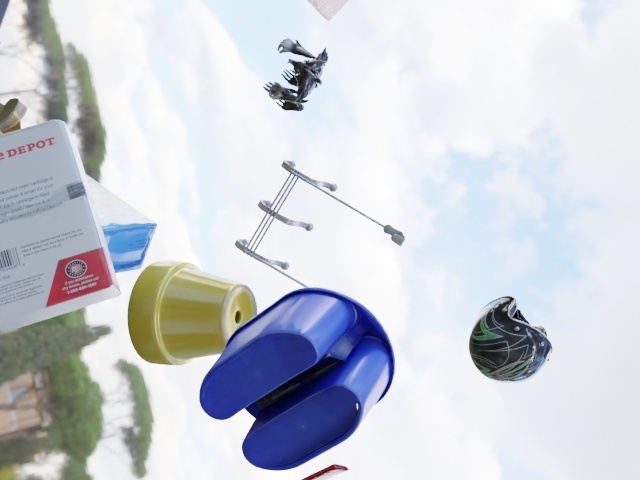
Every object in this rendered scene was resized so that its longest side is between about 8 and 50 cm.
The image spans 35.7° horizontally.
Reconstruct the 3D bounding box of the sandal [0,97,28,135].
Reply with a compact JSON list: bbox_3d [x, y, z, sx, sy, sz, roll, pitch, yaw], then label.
[{"bbox_3d":[-0.611,-0.222,1.919,0.240,0.088,0.079,6,-31,51],"label":"sandal"}]

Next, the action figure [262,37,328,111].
[{"bbox_3d":[-0.067,-0.417,2.528,0.164,0.141,0.275,-66,-173,-12],"label":"action figure"}]

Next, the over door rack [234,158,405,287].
[{"bbox_3d":[0.000,0.000,2.231,0.324,0.108,0.239,33,-75,7],"label":"over door rack"}]

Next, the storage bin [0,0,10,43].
[{"bbox_3d":[-0.480,-0.324,1.315,0.135,0.098,0.091,24,-90,19],"label":"storage bin"}]

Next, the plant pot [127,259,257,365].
[{"bbox_3d":[-0.291,0.178,2.370,0.239,0.254,0.254,2,-73,25],"label":"plant pot"}]

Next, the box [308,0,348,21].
[{"bbox_3d":[0.054,-0.629,2.064,0.154,0.300,0.142,46,8,18],"label":"box"}]

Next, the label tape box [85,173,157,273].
[{"bbox_3d":[-0.503,-0.058,1.811,0.333,0.240,0.106,34,-68,25],"label":"label tape box"}]

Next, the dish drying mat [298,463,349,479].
[{"bbox_3d":[-0.001,0.327,1.372,0.083,0.032,0.008,-33,-127,33],"label":"dish drying mat"}]

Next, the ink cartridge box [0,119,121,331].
[{"bbox_3d":[-0.441,-0.022,1.516,0.114,0.197,0.273,114,-42,-79],"label":"ink cartridge box"}]

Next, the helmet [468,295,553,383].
[{"bbox_3d":[0.384,0.212,2.016,0.161,0.169,0.169,-83,179,-54],"label":"helmet"}]

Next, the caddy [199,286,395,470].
[{"bbox_3d":[-0.036,0.226,1.656,0.341,0.179,0.241,-35,-82,33],"label":"caddy"}]
